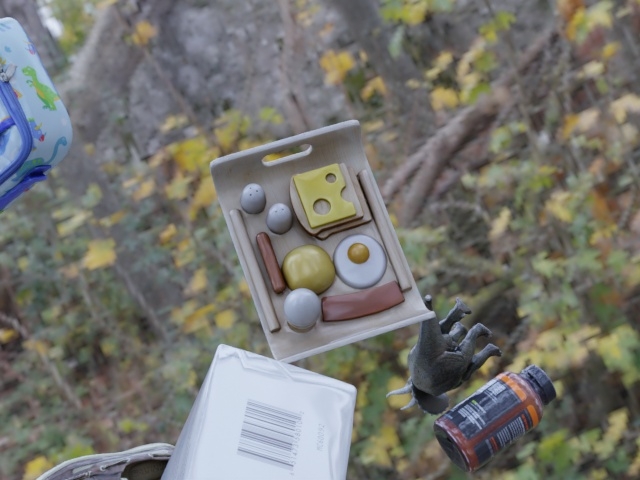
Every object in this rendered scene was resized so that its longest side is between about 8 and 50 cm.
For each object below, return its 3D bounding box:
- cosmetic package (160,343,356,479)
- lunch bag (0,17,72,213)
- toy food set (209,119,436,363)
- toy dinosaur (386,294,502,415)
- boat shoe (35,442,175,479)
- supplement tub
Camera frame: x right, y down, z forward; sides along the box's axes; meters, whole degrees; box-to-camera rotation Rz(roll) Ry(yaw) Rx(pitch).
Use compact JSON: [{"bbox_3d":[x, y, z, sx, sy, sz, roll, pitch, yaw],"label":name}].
[{"bbox_3d":[-0.102,0.303,1.329,0.197,0.155,0.365,-80,11,-47],"label":"cosmetic package"},{"bbox_3d":[-0.363,-0.114,1.360,0.219,0.176,0.090,-32,-9,36],"label":"lunch bag"},{"bbox_3d":[0.000,0.000,1.770,0.219,0.306,0.092,-17,-18,-8],"label":"toy food set"},{"bbox_3d":[0.196,0.190,2.095,0.160,0.121,0.313,-48,-19,-14],"label":"toy dinosaur"},{"bbox_3d":[-0.304,0.354,1.895,0.257,0.095,0.095,-19,13,-30],"label":"boat shoe"},{"bbox_3d":[0.288,0.284,2.137,0.198,0.106,0.106,-33,-1,-14],"label":"supplement tub"}]
